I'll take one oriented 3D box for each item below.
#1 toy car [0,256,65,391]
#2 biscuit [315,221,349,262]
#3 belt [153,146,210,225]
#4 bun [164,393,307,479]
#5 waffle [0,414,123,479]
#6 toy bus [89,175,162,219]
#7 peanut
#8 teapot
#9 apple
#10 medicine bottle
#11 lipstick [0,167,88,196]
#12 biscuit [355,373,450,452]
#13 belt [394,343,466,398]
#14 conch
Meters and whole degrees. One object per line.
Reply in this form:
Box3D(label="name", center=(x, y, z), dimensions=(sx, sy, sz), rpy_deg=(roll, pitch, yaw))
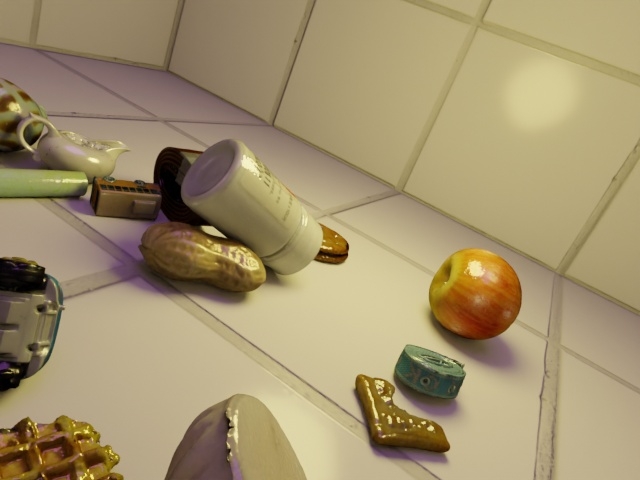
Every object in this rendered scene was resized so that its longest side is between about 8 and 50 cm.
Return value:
Box3D(label="toy car", center=(-0.555, 0.108, 0.702), dimensions=(0.313, 0.199, 0.166), rpy_deg=(10, -9, -20))
Box3D(label="biscuit", center=(0.000, 0.000, 1.633), dimensions=(0.220, 0.066, 0.220), rpy_deg=(20, 22, -8))
Box3D(label="belt", center=(-0.381, -0.161, 1.426), dimensions=(0.122, 0.218, 0.338), rpy_deg=(2, 23, -42))
Box3D(label="bun", center=(-0.116, 0.340, 0.585), dimensions=(0.263, 0.175, 0.263), rpy_deg=(62, 2, -4))
Box3D(label="waffle", center=(-0.385, 0.313, 0.536), dimensions=(0.311, 0.060, 0.307), rpy_deg=(19, 21, -15))
Box3D(label="toy bus", center=(-0.541, -0.117, 1.343), dimensions=(0.181, 0.091, 0.103), rpy_deg=(2, 31, -38))
Box3D(label="peanut", center=(-0.279, 0.046, 1.162), dimensions=(0.313, 0.149, 0.149), rpy_deg=(20, 21, -24))
Box3D(label="teapot", center=(-0.729, -0.266, 1.402), dimensions=(0.299, 0.166, 0.208), rpy_deg=(26, 21, -52))
Box3D(label="apple", center=(0.467, 0.165, 1.443), dimensions=(0.232, 0.286, 0.286), rpy_deg=(28, 21, -6))
Box3D(label="medicine bottle", center=(-0.169, -0.076, 1.266), dimensions=(0.371, 0.211, 0.211), rpy_deg=(44, 3, -42))
Box3D(label="lipstick", center=(-0.762, -0.148, 1.221), dimensions=(0.076, 0.076, 0.304), rpy_deg=(36, 26, 31))
Box3D(label="biscuit", center=(0.163, 0.358, 0.994), dimensions=(0.174, 0.039, 0.183), rpy_deg=(13, 25, -21))
Box3D(label="belt", center=(0.260, 0.315, 1.132), dimensions=(0.162, 0.082, 0.147), rpy_deg=(22, 11, 8))
Box3D(label="conch", center=(-0.938, -0.361, 1.353), dimensions=(0.249, 0.197, 0.368), rpy_deg=(15, -6, 17))
